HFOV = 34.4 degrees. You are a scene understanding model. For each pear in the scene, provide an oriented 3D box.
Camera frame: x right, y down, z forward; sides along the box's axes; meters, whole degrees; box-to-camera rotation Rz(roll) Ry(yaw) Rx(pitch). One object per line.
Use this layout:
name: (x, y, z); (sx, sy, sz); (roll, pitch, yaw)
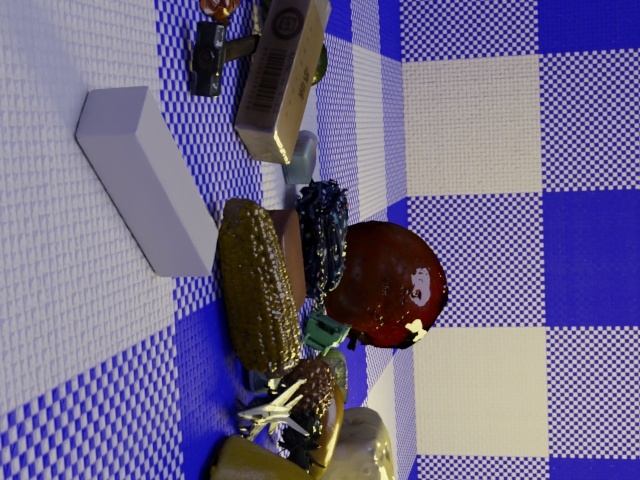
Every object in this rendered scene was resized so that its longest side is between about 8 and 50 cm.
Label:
pear: (-0.075, 0.424, 1.637); (0.267, 0.178, 0.267); (-6, 90, -79)

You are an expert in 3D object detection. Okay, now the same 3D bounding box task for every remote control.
remote control: (-0.086, 0.202, 1.888); (0.247, 0.052, 0.104); (-56, 147, -71)

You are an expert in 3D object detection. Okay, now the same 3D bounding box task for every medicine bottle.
medicine bottle: (-0.040, -0.175, 2.121); (0.118, 0.055, 0.074); (-74, 158, -51)

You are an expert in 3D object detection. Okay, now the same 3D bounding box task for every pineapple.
pineapple: (-0.028, 0.363, 1.939); (0.119, 0.130, 0.277); (74, 20, -63)

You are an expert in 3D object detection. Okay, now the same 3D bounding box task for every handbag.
handbag: (0.000, 0.000, 2.160); (0.162, 0.113, 0.260); (-58, 152, -57)
handbag: (-0.079, 0.050, 1.892); (0.151, 0.072, 0.193); (-64, 152, -64)

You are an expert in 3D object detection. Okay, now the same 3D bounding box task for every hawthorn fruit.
hawthorn fruit: (0.151, 0.105, 2.402); (0.316, 0.315, 0.316); (-1, 90, -77)

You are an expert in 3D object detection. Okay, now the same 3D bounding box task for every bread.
bread: (0.024, 0.291, 2.290); (0.157, 0.083, 0.094); (85, 9, -56)

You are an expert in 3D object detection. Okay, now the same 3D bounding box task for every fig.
fig: (-0.053, -0.370, 2.005); (0.177, 0.117, 0.117); (40, 49, -60)

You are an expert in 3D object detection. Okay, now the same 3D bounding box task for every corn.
corn: (-0.101, 0.084, 1.683); (0.119, 0.119, 0.322); (-63, 149, -65)

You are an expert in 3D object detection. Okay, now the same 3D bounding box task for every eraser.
eraser: (-0.209, -0.064, 1.296); (0.298, 0.078, 0.076); (71, 22, -54)
eraser: (-0.061, -0.317, 1.857); (0.144, 0.078, 0.343); (63, 39, -67)

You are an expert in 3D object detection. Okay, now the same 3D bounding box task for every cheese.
cheese: (0.081, 0.515, 2.344); (0.251, 0.173, 0.248); (-71, 156, -70)

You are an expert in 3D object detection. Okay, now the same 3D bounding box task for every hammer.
hammer: (-0.142, -0.310, 1.698); (0.365, 0.043, 0.111); (-58, 155, -73)

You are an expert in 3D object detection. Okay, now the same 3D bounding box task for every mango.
mango: (-0.005, 0.390, 2.140); (0.136, 0.099, 0.228); (-58, 153, -80)

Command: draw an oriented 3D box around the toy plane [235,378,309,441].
toy plane: (-0.097, 0.286, 1.738); (0.160, 0.082, 0.234); (-50, 147, 5)

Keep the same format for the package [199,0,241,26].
package: (-0.158, -0.382, 1.653); (0.077, 0.033, 0.110); (-55, 159, -4)

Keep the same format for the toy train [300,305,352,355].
toy train: (0.010, 0.200, 2.253); (0.081, 0.099, 0.149); (-62, 172, 1)

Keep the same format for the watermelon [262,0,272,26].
watermelon: (-0.082, -0.486, 2.003); (0.069, 0.087, 0.163); (42, 30, -18)
